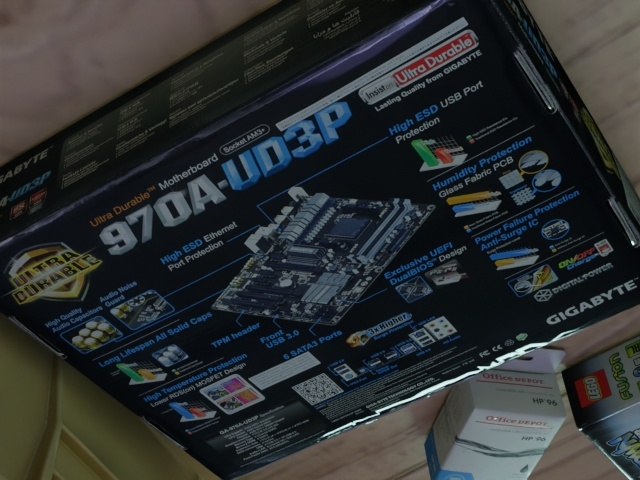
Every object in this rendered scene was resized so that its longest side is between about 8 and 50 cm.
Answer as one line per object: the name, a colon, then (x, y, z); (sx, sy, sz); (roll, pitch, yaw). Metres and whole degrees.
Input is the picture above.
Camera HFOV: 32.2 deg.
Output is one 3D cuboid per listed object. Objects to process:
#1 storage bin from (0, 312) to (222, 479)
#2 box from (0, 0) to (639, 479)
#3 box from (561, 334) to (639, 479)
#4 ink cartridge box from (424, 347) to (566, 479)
storage bin: (-0.191, 0.153, 0.488); (0.262, 0.123, 0.260); (-24, 125, 14)
box: (0.000, 0.000, 0.429); (0.220, 0.051, 0.175); (-27, 131, 20)
box: (0.223, 0.106, 0.567); (0.114, 0.036, 0.207); (-30, 130, 22)
ink cartridge box: (0.087, 0.088, 0.541); (0.048, 0.028, 0.083); (6, 133, -12)
